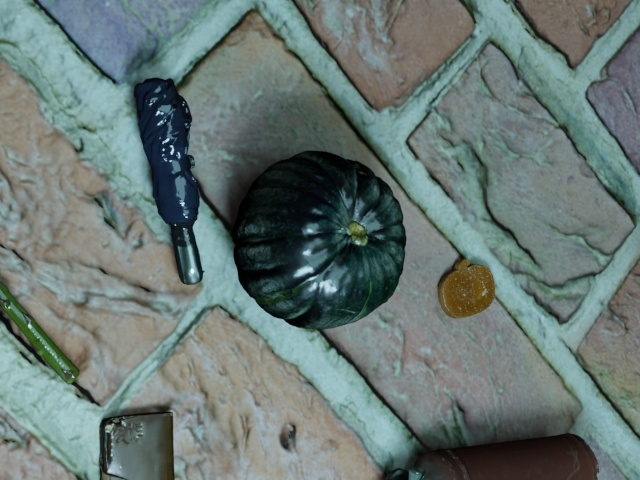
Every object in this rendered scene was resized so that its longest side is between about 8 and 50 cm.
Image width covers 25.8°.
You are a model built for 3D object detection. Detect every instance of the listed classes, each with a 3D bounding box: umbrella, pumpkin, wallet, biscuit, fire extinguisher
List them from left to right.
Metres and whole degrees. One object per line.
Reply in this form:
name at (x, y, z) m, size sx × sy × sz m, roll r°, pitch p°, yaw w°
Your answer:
wallet at (-0.210, 0.291, 1.630) m, size 0.095 × 0.026 × 0.176 m, roll -1°, pitch 89°, yaw -29°
umbrella at (-0.166, -0.069, 1.635) m, size 0.071 × 0.071 × 0.248 m, roll -16°, pitch 97°, yaw -30°
pumpkin at (0.000, 0.000, 1.683) m, size 0.220 × 0.162 × 0.220 m, roll 8°, pitch 77°, yaw -38°
biscuit at (0.196, 0.063, 1.884) m, size 0.091 × 0.015 × 0.078 m, roll -12°, pitch 94°, yaw -31°
fire extinguisher at (0.203, 0.339, 1.844) m, size 0.337 × 0.106 × 0.147 m, roll -2°, pitch 115°, yaw -30°

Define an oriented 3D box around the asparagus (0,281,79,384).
asparagus at (-0.349, 0.063, 1.550) m, size 0.025 × 0.024 × 0.248 m, roll -46°, pitch 110°, yaw -30°
